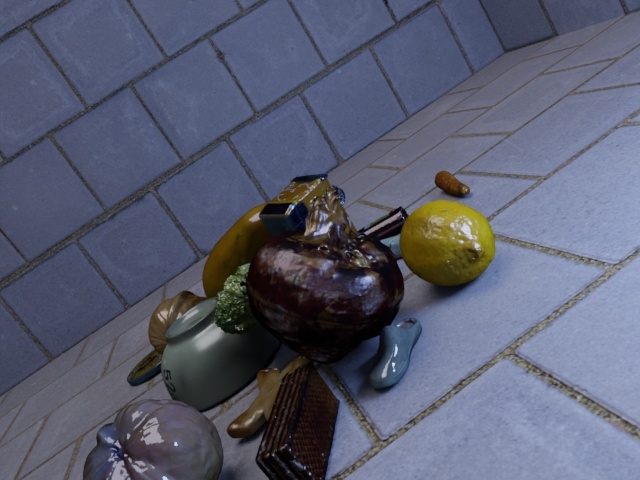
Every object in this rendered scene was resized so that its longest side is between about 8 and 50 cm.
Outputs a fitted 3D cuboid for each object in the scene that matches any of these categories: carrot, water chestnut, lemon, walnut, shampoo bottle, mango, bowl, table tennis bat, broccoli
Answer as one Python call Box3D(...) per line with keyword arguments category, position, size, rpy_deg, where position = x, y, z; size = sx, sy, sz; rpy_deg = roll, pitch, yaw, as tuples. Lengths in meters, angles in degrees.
Box3D(category="carrot", position=(0.414, -0.169, 1.751), size=(0.061, 0.061, 0.209), rpy_deg=(-32, 18, 3))
Box3D(category="water chestnut", position=(0.016, 0.065, 1.145), size=(0.335, 0.336, 0.346), rpy_deg=(-121, 43, -75))
Box3D(category="lemon", position=(0.269, 0.006, 1.227), size=(0.188, 0.188, 0.257), rpy_deg=(-37, 21, -16))
Box3D(category="walnut", position=(-0.291, 0.412, 1.012), size=(0.249, 0.248, 0.248), rpy_deg=(-31, 15, 9))
Box3D(category="shampoo bottle", position=(0.122, 0.009, 1.716), size=(0.323, 0.084, 0.129), rpy_deg=(-30, -2, 16))
Box3D(category="mango", position=(-0.188, 0.059, 1.708), size=(0.300, 0.232, 0.445), rpy_deg=(1, -43, -29))
Box3D(category="bowl", position=(-0.293, 0.276, 1.535), size=(0.354, 0.185, 0.354), rpy_deg=(-31, 15, 9))
Box3D(category="walnut", position=(-0.424, 0.269, 1.794), size=(0.225, 0.224, 0.261), rpy_deg=(-30, 10, 12))
Box3D(category="table tennis bat", position=(-0.533, 0.391, 1.965), size=(0.329, 0.044, 0.215), rpy_deg=(-33, 13, 7))
Box3D(category="broccoli", position=(-0.131, 0.139, 1.366), size=(0.254, 0.185, 0.302), rpy_deg=(0, 14, -20))

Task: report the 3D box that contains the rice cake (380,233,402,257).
Box3D(category="rice cake", position=(0.254, -0.001, 1.528), size=(0.337, 0.062, 0.066), rpy_deg=(-22, 8, 41))

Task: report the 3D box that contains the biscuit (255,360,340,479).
Box3D(category="biscuit", position=(-0.033, 0.324, 0.991), size=(0.070, 0.106, 0.252), rpy_deg=(-30, 14, 18))

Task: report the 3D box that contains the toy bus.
Box3D(category="toy bus", position=(0.000, 0.000, 1.527), size=(0.194, 0.323, 0.162), rpy_deg=(-43, 25, -28))

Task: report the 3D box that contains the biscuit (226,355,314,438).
Box3D(category="biscuit", position=(-0.098, 0.331, 1.220), size=(0.164, 0.047, 0.208), rpy_deg=(-27, 15, 24))

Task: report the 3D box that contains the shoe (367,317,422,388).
Box3D(category="shoe", position=(0.136, 0.200, 1.097), size=(0.079, 0.078, 0.195), rpy_deg=(-20, 15, 39))
